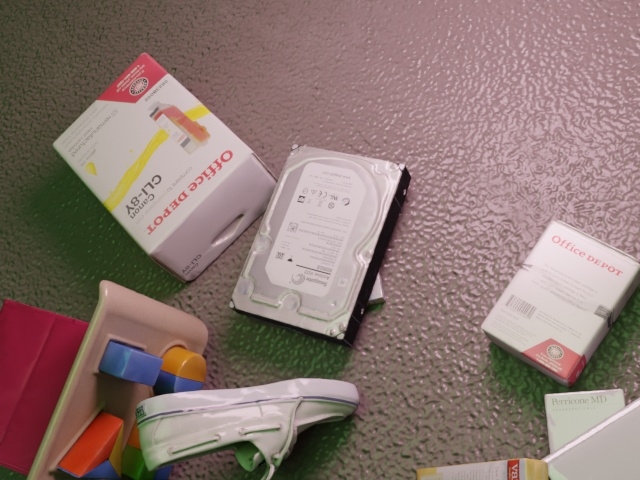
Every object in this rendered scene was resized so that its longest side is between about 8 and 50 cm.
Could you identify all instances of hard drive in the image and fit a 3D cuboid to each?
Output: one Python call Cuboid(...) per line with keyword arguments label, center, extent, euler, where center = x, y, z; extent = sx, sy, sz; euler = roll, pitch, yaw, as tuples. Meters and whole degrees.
Cuboid(label="hard drive", center=(0.484, 0.311, 1.098), extent=(0.308, 0.040, 0.203), euler=(-31, 65, -5))
Cuboid(label="hard drive", center=(0.000, 0.000, 1.451), extent=(0.237, 0.064, 0.338), euler=(14, 75, 26))

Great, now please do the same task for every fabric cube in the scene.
Cuboid(label="fabric cube", center=(-0.440, 0.285, 1.419), extent=(0.259, 0.254, 0.258), euler=(12, 71, 25))

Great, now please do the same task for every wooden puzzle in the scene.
Cuboid(label="wooden puzzle", center=(-0.298, 0.269, 1.316), extent=(0.081, 0.322, 0.347), euler=(10, 77, 25))

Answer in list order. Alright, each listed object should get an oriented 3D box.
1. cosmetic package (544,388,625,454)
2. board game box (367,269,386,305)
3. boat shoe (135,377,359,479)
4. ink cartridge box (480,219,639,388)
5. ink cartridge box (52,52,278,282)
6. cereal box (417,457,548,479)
Cuboid(label="cosmetic package", center=(0.397, 0.339, 1.175), extent=(0.118, 0.085, 0.231), euler=(-8, 67, 16))
Cuboid(label="board game box", center=(0.054, 0.049, 1.461), extent=(0.104, 0.026, 0.154), euler=(-16, 63, 13))
Cuboid(label="boat shoe", center=(-0.100, 0.314, 1.271), extent=(0.367, 0.136, 0.156), euler=(0, 64, -25))
Cuboid(label="ink cartridge box", center=(0.383, 0.099, 1.278), extent=(0.159, 0.092, 0.217), euler=(32, 84, 29))
Cuboid(label="ink cartridge box", center=(-0.307, -0.150, 1.605), extent=(0.279, 0.160, 0.385), euler=(-45, 60, -2))
Cuboid(label="cereal box", center=(0.227, 0.409, 1.153), extent=(0.240, 0.047, 0.172), euler=(-28, 52, 53))
